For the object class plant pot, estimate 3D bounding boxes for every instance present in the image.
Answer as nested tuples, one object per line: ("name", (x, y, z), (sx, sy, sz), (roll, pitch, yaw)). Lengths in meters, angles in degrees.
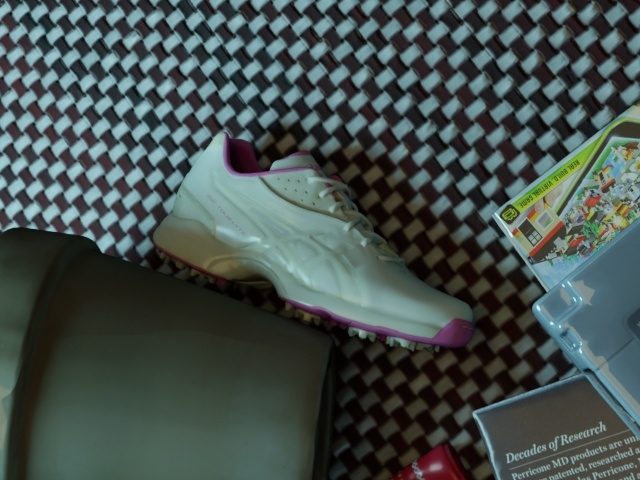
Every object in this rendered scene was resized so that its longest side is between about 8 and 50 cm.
("plant pot", (-0.135, 0.162, 1.126), (0.280, 0.323, 0.323), (6, 88, 5))

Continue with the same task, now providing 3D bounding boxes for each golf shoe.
("golf shoe", (0.000, 0.000, 1.165), (0.306, 0.115, 0.140), (21, 90, 21))

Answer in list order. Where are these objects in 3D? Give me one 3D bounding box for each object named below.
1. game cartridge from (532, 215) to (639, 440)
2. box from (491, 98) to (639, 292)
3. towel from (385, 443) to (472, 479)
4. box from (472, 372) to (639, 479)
("game cartridge", (0.312, 0.096, 0.903), (0.198, 0.062, 0.297), (-38, 79, -8))
("box", (0.256, -0.039, 1.104), (0.207, 0.036, 0.114), (-39, 74, 15))
("towel", (0.056, 0.326, 1.160), (0.275, 0.031, 0.199), (-37, 73, 15))
("box", (0.241, 0.196, 1.020), (0.167, 0.168, 0.203), (-23, 77, 18))
